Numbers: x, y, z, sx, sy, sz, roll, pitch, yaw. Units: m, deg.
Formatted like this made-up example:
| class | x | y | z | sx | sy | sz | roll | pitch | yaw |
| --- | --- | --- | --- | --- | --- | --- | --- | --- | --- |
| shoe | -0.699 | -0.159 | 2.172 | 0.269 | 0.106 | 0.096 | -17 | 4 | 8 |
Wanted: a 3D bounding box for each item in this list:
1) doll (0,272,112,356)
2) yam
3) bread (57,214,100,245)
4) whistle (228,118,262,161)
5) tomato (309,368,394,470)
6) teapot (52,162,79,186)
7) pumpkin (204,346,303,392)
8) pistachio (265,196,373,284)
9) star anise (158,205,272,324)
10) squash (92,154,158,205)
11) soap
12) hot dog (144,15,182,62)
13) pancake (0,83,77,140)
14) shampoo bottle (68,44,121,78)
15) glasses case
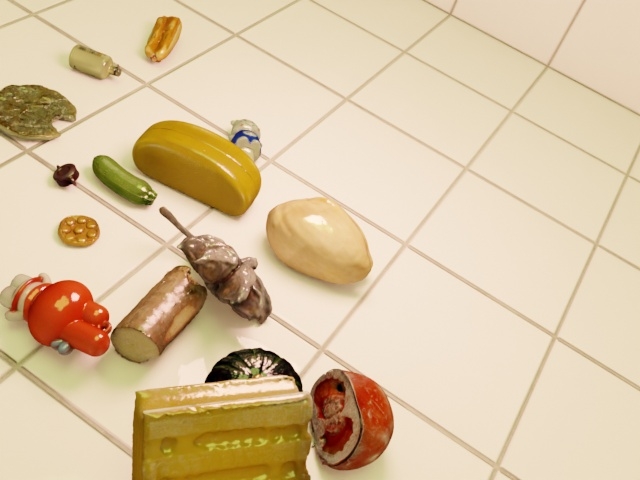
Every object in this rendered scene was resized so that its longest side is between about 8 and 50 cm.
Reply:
| class | x | y | z | sx | sy | sz | roll | pitch | yaw |
| --- | --- | --- | --- | --- | --- | --- | --- | --- | --- |
| doll | -0.575 | 0.162 | 1.595 | 0.290 | 0.130 | 0.161 | 22 | 53 | 16 |
| yam | -0.368 | 0.171 | 1.668 | 0.129 | 0.128 | 0.238 | 10 | 38 | 22 |
| bread | -0.619 | -0.026 | 1.843 | 0.110 | 0.024 | 0.110 | 11 | 45 | -12 |
| whistle | -0.228 | -0.297 | 2.202 | 0.110 | 0.092 | 0.245 | 16 | 42 | -20 |
| tomato | 0.083 | 0.402 | 1.605 | 0.155 | 0.180 | 0.214 | 16 | 49 | -31 |
| teapot | -0.689 | -0.175 | 1.950 | 0.067 | 0.045 | 0.100 | -39 | 49 | -19 |
| pumpkin | -0.146 | 0.339 | 1.566 | 0.220 | 0.162 | 0.221 | 7 | 49 | -8 |
| pistachio | 0.000 | 0.000 | 1.942 | 0.318 | 0.214 | 0.193 | 36 | 5 | 6 |
| star anise | -0.233 | 0.061 | 1.745 | 0.139 | 0.316 | 0.359 | -46 | 115 | -9 |
| squash | -0.543 | -0.163 | 1.973 | 0.219 | 0.068 | 0.077 | 32 | 40 | 11 |
| soap | -0.192 | 0.422 | 1.368 | 0.334 | 0.294 | 0.156 | -3 | 11 | -21 |
| hot dog | -0.540 | -0.696 | 2.485 | 0.102 | 0.076 | 0.249 | 1 | 49 | 6 |
| pancake | -0.841 | -0.375 | 2.094 | 0.253 | 0.037 | 0.254 | 11 | 44 | -10 |
| shampoo bottle | -0.712 | -0.562 | 2.291 | 0.161 | 0.079 | 0.079 | 21 | 44 | -1 |
| glasses case | -0.340 | -0.221 | 2.028 | 0.371 | 0.173 | 0.141 | 25 | 48 | 5 |
